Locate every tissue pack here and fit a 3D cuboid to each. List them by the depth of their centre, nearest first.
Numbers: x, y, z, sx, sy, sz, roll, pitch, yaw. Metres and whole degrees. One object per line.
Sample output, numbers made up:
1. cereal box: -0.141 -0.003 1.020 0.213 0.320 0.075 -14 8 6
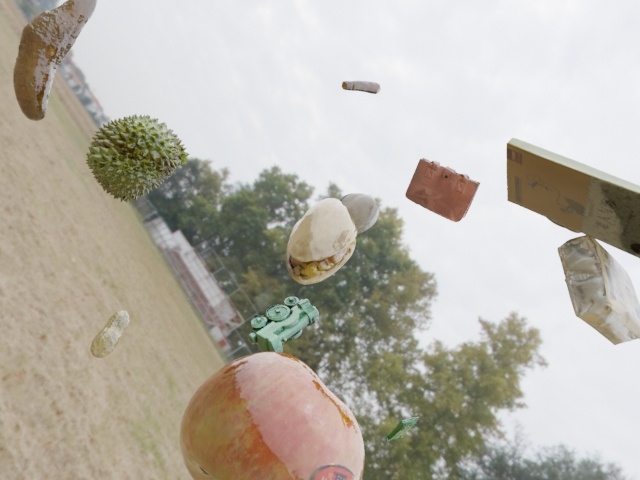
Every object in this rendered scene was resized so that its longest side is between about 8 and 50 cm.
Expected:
1. tissue pack: 0.611 0.110 1.097 0.222 0.090 0.186 27 50 -36

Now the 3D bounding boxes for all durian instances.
1. durian: -0.457 -0.210 1.247 0.200 0.236 0.176 62 -5 4

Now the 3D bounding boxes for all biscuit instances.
1. biscuit: 0.173 0.402 1.077 0.089 0.046 0.016 -64 -141 42

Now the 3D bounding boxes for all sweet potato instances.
1. sweet potato: -0.638 -0.446 1.173 0.092 0.342 0.114 36 10 39

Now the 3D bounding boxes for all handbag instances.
1. handbag: 0.401 -0.170 1.671 0.212 0.059 0.158 29 -67 20

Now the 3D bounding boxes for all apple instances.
1. apple: -0.046 0.225 0.556 0.209 0.164 0.210 28 -41 27

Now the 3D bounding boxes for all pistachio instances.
1. pistachio: 0.000 0.000 1.164 0.157 0.230 0.157 15 -47 16
2. pistachio: 0.084 -0.066 1.307 0.113 0.149 0.113 52 -11 14

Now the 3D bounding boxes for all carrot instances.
1. carrot: 0.136 -0.516 1.694 0.042 0.170 0.042 14 -71 47

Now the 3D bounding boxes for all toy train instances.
1. toy train: -0.083 0.195 1.180 0.104 0.178 0.071 18 -54 41

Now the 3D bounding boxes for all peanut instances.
1. peanut: -0.689 0.306 1.661 0.080 0.175 0.080 17 -34 12

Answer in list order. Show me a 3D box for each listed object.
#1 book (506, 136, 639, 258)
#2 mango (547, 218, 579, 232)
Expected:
1. book: 0.590 -0.078 1.102 0.388 0.032 0.269 31 -11 31
2. mango: 0.814 -0.083 1.687 0.161 0.076 0.103 52 -2 43
